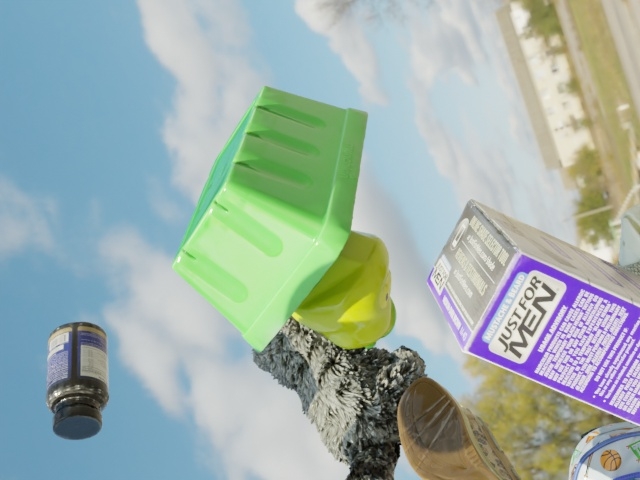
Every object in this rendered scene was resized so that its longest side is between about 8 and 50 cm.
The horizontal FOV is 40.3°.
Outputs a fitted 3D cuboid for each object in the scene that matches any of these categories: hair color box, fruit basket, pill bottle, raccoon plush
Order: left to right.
[{"bbox_3d":[-0.488,0.282,1.756,0.123,0.123,0.219,51,-160,-46],"label":"pill bottle"},{"bbox_3d":[0.000,0.000,1.273,0.392,0.283,0.392,25,-145,-19],"label":"fruit basket"},{"bbox_3d":[0.006,0.262,1.474,0.299,0.216,0.446,24,-163,-1],"label":"raccoon plush"},{"bbox_3d":[0.283,0.091,0.823,0.339,0.110,0.185,25,-167,-10],"label":"hair color box"}]

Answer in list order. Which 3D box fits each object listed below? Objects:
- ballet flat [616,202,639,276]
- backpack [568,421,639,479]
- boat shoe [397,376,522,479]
[{"bbox_3d":[0.637,-0.019,1.515,0.182,0.483,0.164,45,-115,0],"label":"ballet flat"},{"bbox_3d":[0.475,0.395,1.255,0.213,0.276,0.263,35,-137,-78],"label":"backpack"},{"bbox_3d":[0.194,0.298,1.145,0.089,0.104,0.285,26,-158,-39],"label":"boat shoe"}]
